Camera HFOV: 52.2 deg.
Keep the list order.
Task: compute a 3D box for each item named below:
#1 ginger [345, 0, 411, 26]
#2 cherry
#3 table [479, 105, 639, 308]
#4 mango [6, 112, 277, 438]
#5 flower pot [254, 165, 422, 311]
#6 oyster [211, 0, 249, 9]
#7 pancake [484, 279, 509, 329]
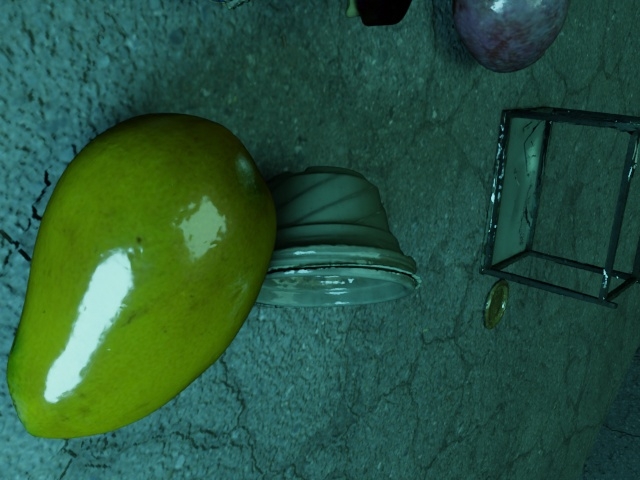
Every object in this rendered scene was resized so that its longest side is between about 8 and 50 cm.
[{"bbox_3d":[0.035,-0.452,0.670,0.358,0.211,0.414,-43,144,-57],"label":"ginger"},{"bbox_3d":[0.293,-0.362,1.011,0.250,0.175,0.192,78,18,-50],"label":"cherry"},{"bbox_3d":[0.507,-0.079,1.287,0.222,0.272,0.335,-14,114,-47],"label":"table"},{"bbox_3d":[-0.162,0.037,0.602,0.211,0.173,0.317,27,92,-44],"label":"mango"},{"bbox_3d":[0.000,0.000,0.773,0.235,0.235,0.141,22,61,-52],"label":"flower pot"},{"bbox_3d":[-0.124,-0.325,0.584,0.259,0.092,0.198,32,78,-41],"label":"oyster"},{"bbox_3d":[0.387,0.140,1.431,0.114,0.011,0.115,-24,123,-44],"label":"pancake"}]
